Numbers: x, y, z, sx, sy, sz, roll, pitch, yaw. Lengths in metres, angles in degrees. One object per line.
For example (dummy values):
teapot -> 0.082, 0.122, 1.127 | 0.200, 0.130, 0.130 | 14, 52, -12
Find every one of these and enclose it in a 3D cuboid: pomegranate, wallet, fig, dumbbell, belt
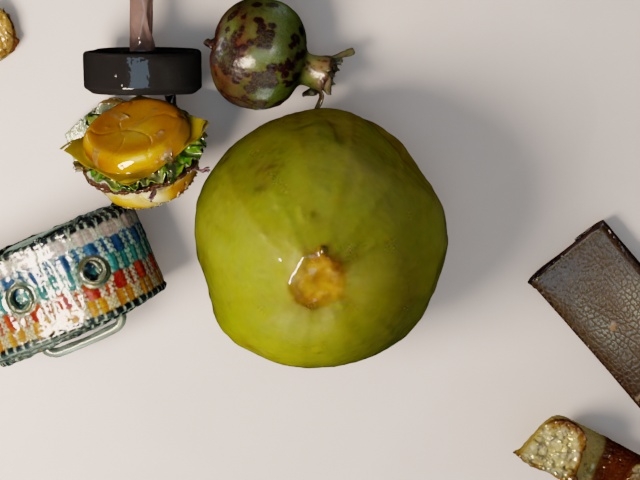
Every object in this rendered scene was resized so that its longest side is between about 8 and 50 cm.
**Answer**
pomegranate -> -0.063, -0.227, 1.677 | 0.169, 0.148, 0.148 | 34, 99, -18
wallet -> 0.409, 0.101, 1.780 | 0.133, 0.039, 0.243 | -41, 98, 14
fig -> -0.002, 0.010, 1.612 | 0.343, 0.343, 0.343 | 0, 101, 1
dumbbell -> -0.226, -0.295, 1.654 | 0.153, 0.152, 0.218 | 1, 100, 1
belt -> -0.349, 0.072, 1.697 | 0.295, 0.207, 0.160 | -23, 97, 4

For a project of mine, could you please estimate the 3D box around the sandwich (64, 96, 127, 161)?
sandwich -> -0.290, -0.142, 1.741 | 0.093, 0.036, 0.104 | 15, 100, -1

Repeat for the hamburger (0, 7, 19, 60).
hamburger -> -0.438, -0.267, 1.716 | 0.083, 0.044, 0.076 | -16, 98, 1

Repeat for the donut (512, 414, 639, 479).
donut -> 0.367, 0.302, 1.770 | 0.217, 0.141, 0.085 | 28, 90, -5

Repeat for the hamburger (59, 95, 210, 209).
hamburger -> -0.227, -0.109, 1.656 | 0.164, 0.189, 0.093 | -31, 137, -20
